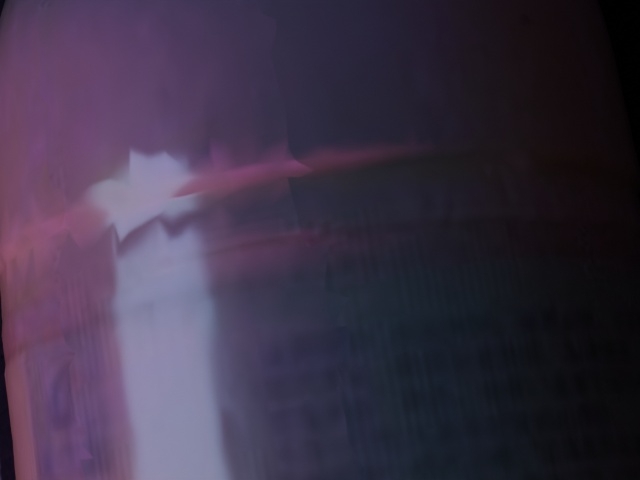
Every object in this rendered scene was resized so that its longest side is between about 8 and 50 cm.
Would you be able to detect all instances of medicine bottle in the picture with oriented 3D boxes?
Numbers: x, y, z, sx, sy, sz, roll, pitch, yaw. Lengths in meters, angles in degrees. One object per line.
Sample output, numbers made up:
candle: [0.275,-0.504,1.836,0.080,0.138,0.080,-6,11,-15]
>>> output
medicine bottle: [0.000,0.000,0.593,0.235,0.235,0.406,-25,70,56]
